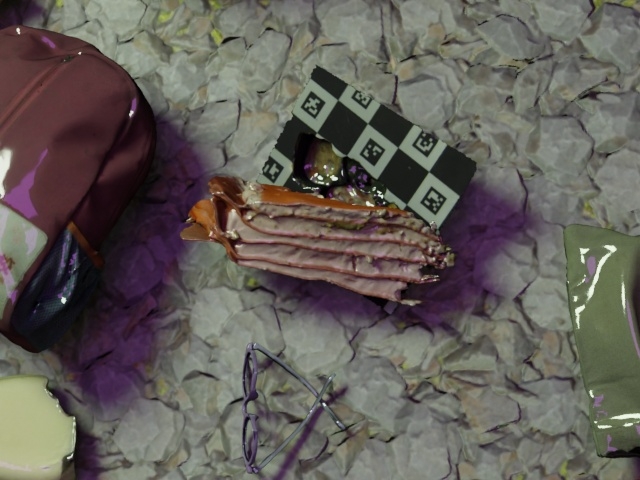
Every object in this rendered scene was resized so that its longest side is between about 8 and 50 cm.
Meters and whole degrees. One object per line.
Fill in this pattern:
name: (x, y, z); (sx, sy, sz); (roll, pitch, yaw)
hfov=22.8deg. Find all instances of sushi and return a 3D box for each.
sushi: (0.048, -0.059, 1.718); (0.215, 0.050, 0.192); (35, 109, 18)

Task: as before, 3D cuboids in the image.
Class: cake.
cake: (0.002, -0.007, 1.677); (0.287, 0.135, 0.098); (15, 98, 3)

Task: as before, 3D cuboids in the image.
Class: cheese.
cheese: (-0.385, 0.199, 1.686); (0.255, 0.050, 0.127); (5, 64, -9)

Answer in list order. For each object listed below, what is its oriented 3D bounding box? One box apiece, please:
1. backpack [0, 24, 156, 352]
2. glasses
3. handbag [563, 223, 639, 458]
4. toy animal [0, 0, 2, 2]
backpack: (-0.323, -0.073, 1.703); (0.283, 0.197, 0.317); (29, 78, 14)
glasses: (-0.030, 0.178, 1.694); (0.103, 0.062, 0.140); (1, 77, -15)
handbag: (0.410, 0.103, 1.612); (0.315, 0.109, 0.253); (0, 81, 1)
toy animal: (-0.458, -0.317, 1.796); (0.248, 0.165, 0.149); (22, 76, 5)
